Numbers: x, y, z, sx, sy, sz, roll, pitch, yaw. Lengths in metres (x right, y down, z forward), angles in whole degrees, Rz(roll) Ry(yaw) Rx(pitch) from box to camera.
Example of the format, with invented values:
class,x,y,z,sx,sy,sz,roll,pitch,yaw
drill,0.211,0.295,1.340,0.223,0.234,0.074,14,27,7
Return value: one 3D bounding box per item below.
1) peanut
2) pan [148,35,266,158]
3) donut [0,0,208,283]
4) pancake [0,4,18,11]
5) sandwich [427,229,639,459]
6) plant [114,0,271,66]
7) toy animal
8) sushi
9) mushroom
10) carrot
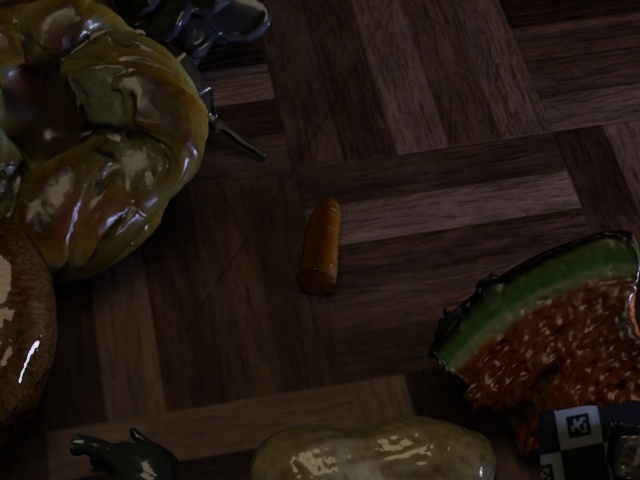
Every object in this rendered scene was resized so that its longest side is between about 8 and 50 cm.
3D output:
class,x,y,z,sx,sy,sz,roll,pitch,yaw
peanut,0.055,0.243,1.642,0.256,0.123,0.123,-2,49,-6
pan,-0.165,-0.171,1.998,0.202,0.128,0.048,28,56,24
donut,-0.313,-0.122,1.880,0.360,0.170,0.360,3,72,-8
pancake,-0.359,-0.214,2.062,0.242,0.050,0.242,15,45,-15
sandwich,0.290,0.148,1.700,0.250,0.162,0.301,-37,70,13
plant,-0.189,-0.353,2.120,0.199,0.188,0.276,-16,50,-12
toy animal,-0.228,0.297,1.620,0.137,0.082,0.269,11,49,12
sushi,0.312,0.265,1.560,0.192,0.215,0.050,-6,7,-5
mushroom,-0.439,0.106,1.696,0.345,0.345,0.239,29,15,24
carrot,0.000,0.000,1.902,0.048,0.048,0.139,3,46,4
